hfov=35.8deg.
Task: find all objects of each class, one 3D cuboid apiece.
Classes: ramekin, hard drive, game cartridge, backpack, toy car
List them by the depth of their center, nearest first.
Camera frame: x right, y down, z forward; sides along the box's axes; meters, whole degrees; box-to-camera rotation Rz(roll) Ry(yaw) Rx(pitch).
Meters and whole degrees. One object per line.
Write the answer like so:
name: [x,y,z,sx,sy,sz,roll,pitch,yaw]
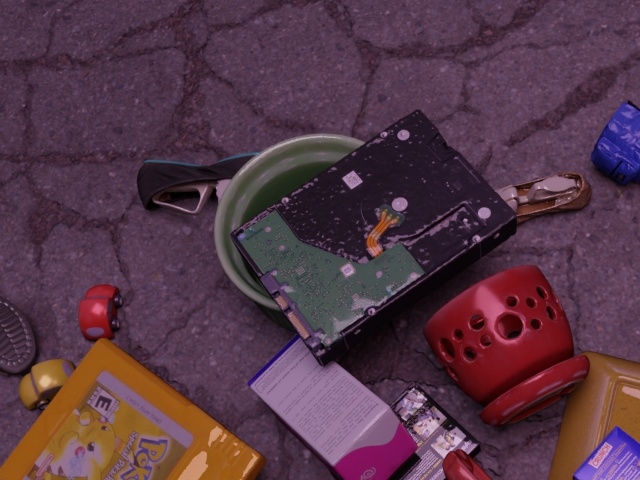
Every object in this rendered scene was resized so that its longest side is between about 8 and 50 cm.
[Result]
hard drive: [0.073,-0.009,1.403,0.339,0.064,0.237,-34,62,-8]
game cartridge: [-0.282,0.337,1.419,0.324,0.052,0.285,31,79,26]
ramekin: [0.000,0.000,1.534,0.303,0.148,0.303,-4,62,9]
backpack: [0.490,-0.136,1.540,0.120,0.098,0.101,36,84,12]
toy car: [-0.340,0.194,1.556,0.225,0.053,0.239,27,71,23]

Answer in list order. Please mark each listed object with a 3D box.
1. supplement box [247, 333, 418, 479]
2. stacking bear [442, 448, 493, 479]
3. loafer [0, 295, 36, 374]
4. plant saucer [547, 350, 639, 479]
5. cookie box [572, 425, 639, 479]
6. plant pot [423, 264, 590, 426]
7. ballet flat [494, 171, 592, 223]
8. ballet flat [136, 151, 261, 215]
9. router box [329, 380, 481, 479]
supplement box: [0.015,0.243,1.386,0.114,0.111,0.220,-44,41,-12]
stacking bear: [0.128,0.429,1.280,0.289,0.175,0.164,-44,73,2]
loafer: [-0.560,0.130,1.627,0.251,0.087,0.094,44,52,16]
plant saucer: [0.475,0.321,1.314,0.333,0.081,0.332,12,67,17]
cookie box: [0.393,0.307,1.268,0.092,0.040,0.107,-44,64,-12]
plant pot: [0.264,0.154,1.386,0.191,0.191,0.174,-27,71,-3]
ballet flat: [0.321,-0.068,1.551,0.206,0.067,0.073,-16,61,3]
ballet flat: [-0.177,-0.087,1.655,0.280,0.095,0.096,-3,72,21]
router box: [0.119,0.310,1.409,0.179,0.046,0.133,-42,64,-11]
